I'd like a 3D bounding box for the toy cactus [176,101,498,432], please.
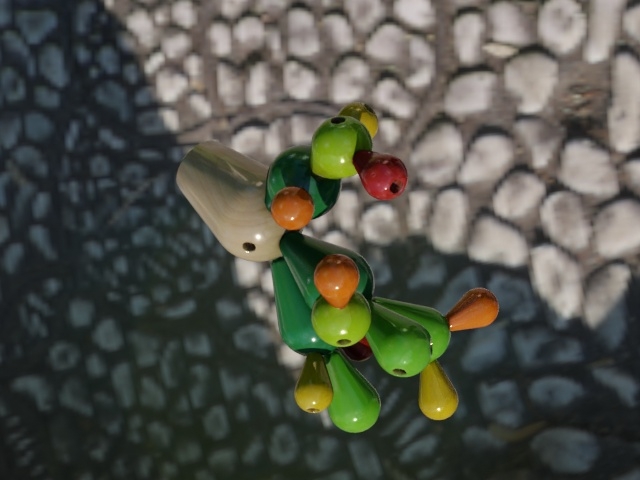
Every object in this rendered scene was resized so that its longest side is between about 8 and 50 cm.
[{"bbox_3d":[0.000,0.000,0.915,0.180,0.112,0.219,39,160,33],"label":"toy cactus"}]
